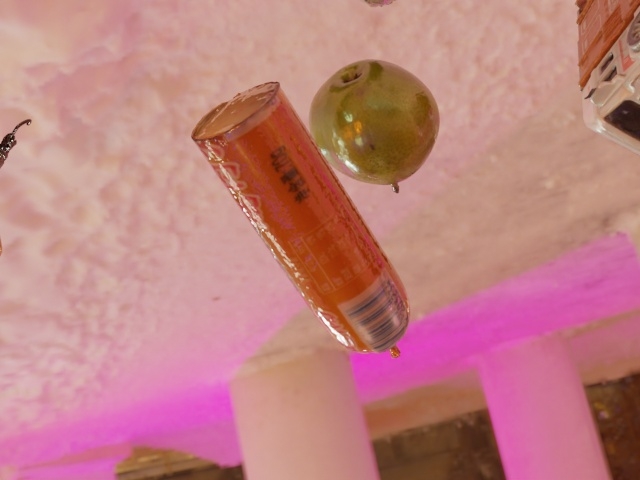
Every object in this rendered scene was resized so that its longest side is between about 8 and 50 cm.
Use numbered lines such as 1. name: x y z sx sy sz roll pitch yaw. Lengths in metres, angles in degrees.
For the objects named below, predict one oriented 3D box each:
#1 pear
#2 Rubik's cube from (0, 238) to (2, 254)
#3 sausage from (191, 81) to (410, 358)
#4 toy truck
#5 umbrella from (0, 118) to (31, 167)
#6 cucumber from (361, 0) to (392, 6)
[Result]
1. pear: 0.080 -0.141 1.363 0.180 0.216 0.166 12 -135 43
2. Rubik's cube: -0.527 -0.086 0.953 0.291 0.291 0.292 -6 -175 20
3. sausage: 0.000 0.000 0.712 0.071 0.234 0.071 -27 -155 14
4. toy truck: 0.431 -0.256 1.283 0.173 0.387 0.207 26 131 -9
5. umbrella: -0.283 -0.076 0.879 0.022 0.013 0.122 -33 178 -44
6. cucumber: 0.080 -0.380 1.333 0.134 0.134 0.244 -13 165 3
